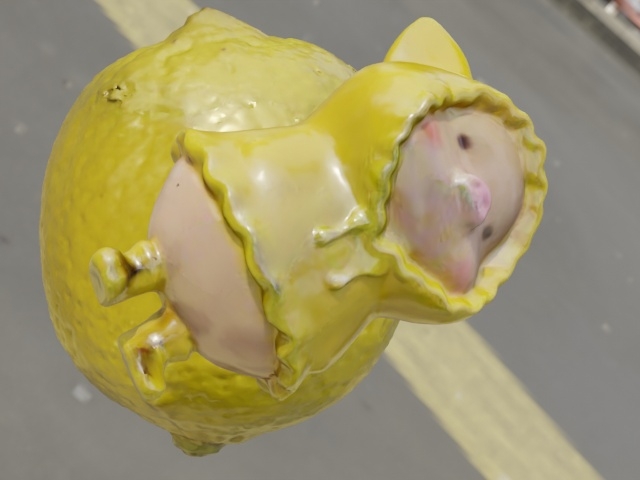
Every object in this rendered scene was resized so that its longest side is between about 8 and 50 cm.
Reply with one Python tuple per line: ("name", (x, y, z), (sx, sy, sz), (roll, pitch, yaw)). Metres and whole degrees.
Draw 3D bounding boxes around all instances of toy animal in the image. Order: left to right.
("toy animal", (-0.001, -0.005, 0.804), (0.229, 0.156, 0.156), (-23, 57, -20))

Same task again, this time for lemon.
("lemon", (-0.073, -0.007, 1.328), (0.336, 0.336, 0.336), (34, 23, -16))
